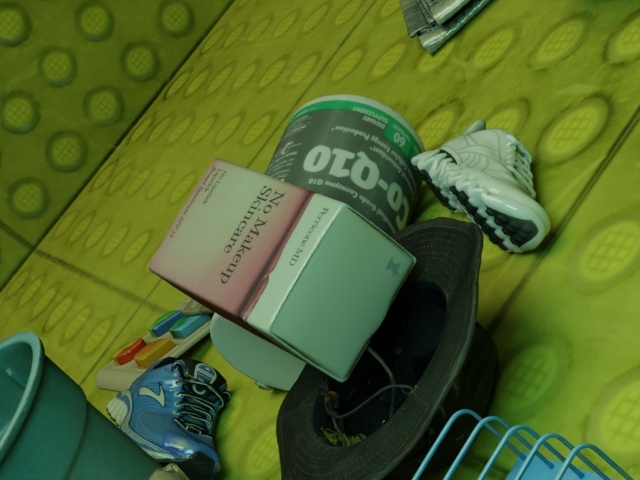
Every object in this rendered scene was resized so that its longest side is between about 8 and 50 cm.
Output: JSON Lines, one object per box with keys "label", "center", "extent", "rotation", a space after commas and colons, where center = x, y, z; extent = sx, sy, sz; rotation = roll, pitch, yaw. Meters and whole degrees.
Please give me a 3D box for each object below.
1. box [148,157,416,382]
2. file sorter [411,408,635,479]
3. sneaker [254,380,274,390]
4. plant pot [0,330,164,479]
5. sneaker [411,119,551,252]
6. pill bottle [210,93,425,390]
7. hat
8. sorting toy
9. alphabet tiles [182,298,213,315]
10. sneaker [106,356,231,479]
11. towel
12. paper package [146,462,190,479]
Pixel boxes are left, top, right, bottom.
{"label": "box", "center": [-0.045, 0.024, 1.153], "extent": [0.232, 0.127, 0.148], "rotation": [21, 78, 49]}
{"label": "file sorter", "center": [0.167, 0.217, 0.918], "extent": [0.118, 0.104, 0.170], "rotation": [-55, 24, -16]}
{"label": "sneaker", "center": [-0.033, 0.140, 1.470], "extent": [0.058, 0.052, 0.135], "rotation": [2, 61, 49]}
{"label": "plant pot", "center": [-0.302, 0.338, 1.259], "extent": [0.341, 0.334, 0.341], "rotation": [-38, 25, 21]}
{"label": "sneaker", "center": [0.204, -0.076, 1.319], "extent": [0.118, 0.110, 0.292], "rotation": [-39, 24, 0]}
{"label": "pill bottle", "center": [0.000, 0.000, 1.421], "extent": [0.204, 0.204, 0.361], "rotation": [-25, 33, 42]}
{"label": "hat", "center": [0.097, 0.144, 1.127], "extent": [0.331, 0.134, 0.331], "rotation": [-47, 21, 25]}
{"label": "sorting toy", "center": [-0.255, 0.160, 1.774], "extent": [0.208, 0.038, 0.193], "rotation": [-43, 19, -27]}
{"label": "alphabet tiles", "center": [-0.080, -0.012, 1.778], "extent": [0.285, 0.011, 0.342], "rotation": [-9, 38, 54]}
{"label": "sneaker", "center": [-0.196, 0.230, 1.502], "extent": [0.147, 0.130, 0.330], "rotation": [-53, 23, -3]}
{"label": "towel", "center": [0.261, -0.478, 1.891], "extent": [0.324, 0.056, 0.312], "rotation": [-42, 24, 16]}
{"label": "paper package", "center": [-0.104, 0.397, 0.851], "extent": [0.325, 0.309, 0.168], "rotation": [-48, 19, -1]}
